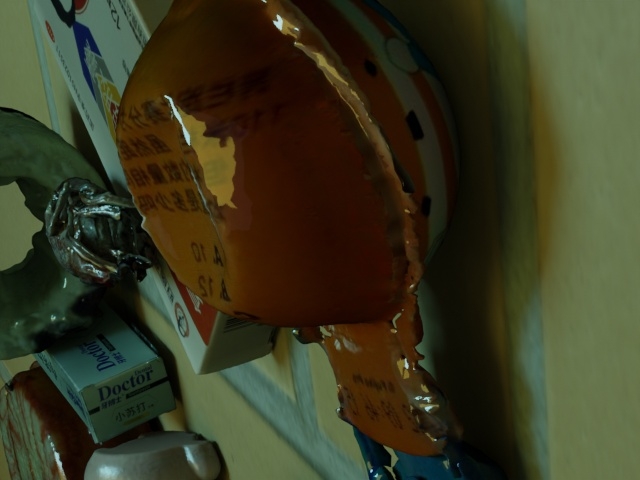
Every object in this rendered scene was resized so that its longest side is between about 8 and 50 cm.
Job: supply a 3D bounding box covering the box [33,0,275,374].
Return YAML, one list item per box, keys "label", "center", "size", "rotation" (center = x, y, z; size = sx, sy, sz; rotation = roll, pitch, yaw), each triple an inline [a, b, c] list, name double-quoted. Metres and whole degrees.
- label: "box"
  center: [-0.114, -0.106, 0.980]
  size: [0.214, 0.069, 0.353]
  rotation: [111, 139, -57]

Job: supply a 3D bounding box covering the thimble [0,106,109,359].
- label: "thimble"
  center: [-0.312, -0.005, 1.292]
  size: [0.150, 0.237, 0.237]
  rotation: [-144, 42, -59]

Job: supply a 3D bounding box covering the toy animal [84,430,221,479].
- label: "toy animal"
  center: [-0.132, 0.276, 1.228]
  size: [0.124, 0.124, 0.212]
  rotation: [170, 87, -68]

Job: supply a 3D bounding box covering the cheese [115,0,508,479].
- label: "cheese"
  center: [0.000, 0.000, 0.703]
  size: [0.217, 0.129, 0.329]
  rotation: [5, 122, 63]

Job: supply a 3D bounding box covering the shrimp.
- label: "shrimp"
  center: [-0.151, -0.004, 0.975]
  size: [0.190, 0.075, 0.073]
  rotation: [-148, 65, -67]

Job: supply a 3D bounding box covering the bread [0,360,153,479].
- label: "bread"
  center: [-0.243, 0.265, 1.486]
  size: [0.327, 0.114, 0.295]
  rotation: [-16, 91, 67]

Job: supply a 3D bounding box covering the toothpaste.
- label: "toothpaste"
  center: [-0.236, 0.100, 1.376]
  size: [0.313, 0.089, 0.071]
  rotation: [33, 141, 58]
